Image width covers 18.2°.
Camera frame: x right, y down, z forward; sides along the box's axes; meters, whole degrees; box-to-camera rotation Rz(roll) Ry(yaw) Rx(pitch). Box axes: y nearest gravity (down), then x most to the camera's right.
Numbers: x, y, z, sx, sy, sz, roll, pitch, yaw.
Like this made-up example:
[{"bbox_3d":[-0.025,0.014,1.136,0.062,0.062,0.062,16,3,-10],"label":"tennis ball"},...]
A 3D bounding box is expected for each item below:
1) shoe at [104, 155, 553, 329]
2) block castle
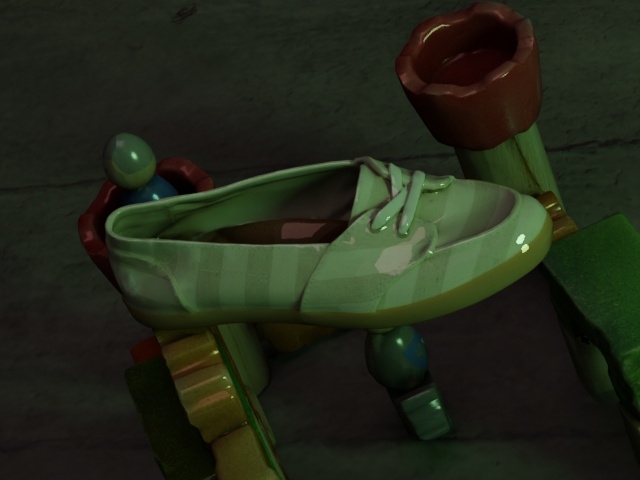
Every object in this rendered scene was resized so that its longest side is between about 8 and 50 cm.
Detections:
[{"bbox_3d":[0.000,0.000,0.948,0.219,0.058,0.076,-7,39,15],"label":"shoe"},{"bbox_3d":[0.059,0.070,1.051,0.303,0.213,0.453,-26,40,-3],"label":"block castle"}]
